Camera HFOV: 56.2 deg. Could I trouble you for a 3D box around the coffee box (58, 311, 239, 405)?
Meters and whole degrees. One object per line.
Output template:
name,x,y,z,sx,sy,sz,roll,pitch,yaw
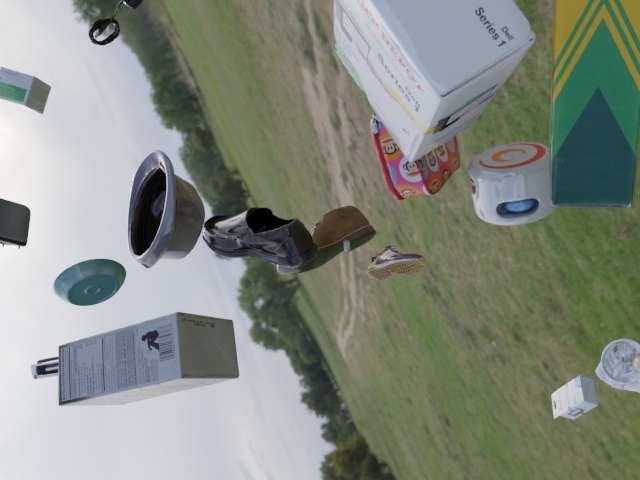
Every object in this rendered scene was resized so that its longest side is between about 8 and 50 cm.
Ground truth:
coffee box,-0.325,0.229,1.125,0.168,0.297,0.119,22,-126,-59

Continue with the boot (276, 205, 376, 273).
boot,0.000,0.000,1.717,0.115,0.305,0.112,60,164,19

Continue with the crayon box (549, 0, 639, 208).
crayon box,0.277,-0.215,0.606,0.202,0.081,0.319,-48,-44,-60

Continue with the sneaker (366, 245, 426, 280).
sneaker,0.197,0.045,1.557,0.069,0.185,0.084,38,-125,-31

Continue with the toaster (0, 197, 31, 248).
toaster,-0.833,-0.051,1.460,0.185,0.167,0.110,23,-108,-60

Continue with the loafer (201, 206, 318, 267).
loafer,-0.099,-0.020,0.921,0.219,0.080,0.079,8,124,34

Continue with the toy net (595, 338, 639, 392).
toy net,0.420,0.134,0.748,0.122,0.045,0.232,56,145,10

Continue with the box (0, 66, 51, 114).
box,-0.821,-0.411,1.651,0.102,0.101,0.087,64,-137,-87

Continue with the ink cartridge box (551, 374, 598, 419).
ink cartridge box,0.425,0.267,1.007,0.083,0.028,0.048,117,167,-50

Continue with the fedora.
fedora,-0.355,-0.063,1.407,0.124,0.243,0.276,14,-127,-38

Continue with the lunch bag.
lunch bag,0.233,-0.256,1.450,0.293,0.120,0.258,-40,-65,-52

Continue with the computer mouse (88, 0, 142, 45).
computer mouse,-0.435,-0.521,1.322,0.071,0.041,0.242,48,-127,-48

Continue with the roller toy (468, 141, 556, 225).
roller toy,0.435,-0.124,1.355,0.209,0.191,0.146,25,137,55

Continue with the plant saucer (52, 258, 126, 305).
plant saucer,-0.384,0.077,1.008,0.021,0.119,0.119,60,173,31

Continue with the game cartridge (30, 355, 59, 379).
game cartridge,-0.636,0.331,1.678,0.355,0.230,0.068,-18,85,45

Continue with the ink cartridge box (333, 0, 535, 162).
ink cartridge box,0.112,-0.231,0.707,0.201,0.117,0.278,57,179,6
